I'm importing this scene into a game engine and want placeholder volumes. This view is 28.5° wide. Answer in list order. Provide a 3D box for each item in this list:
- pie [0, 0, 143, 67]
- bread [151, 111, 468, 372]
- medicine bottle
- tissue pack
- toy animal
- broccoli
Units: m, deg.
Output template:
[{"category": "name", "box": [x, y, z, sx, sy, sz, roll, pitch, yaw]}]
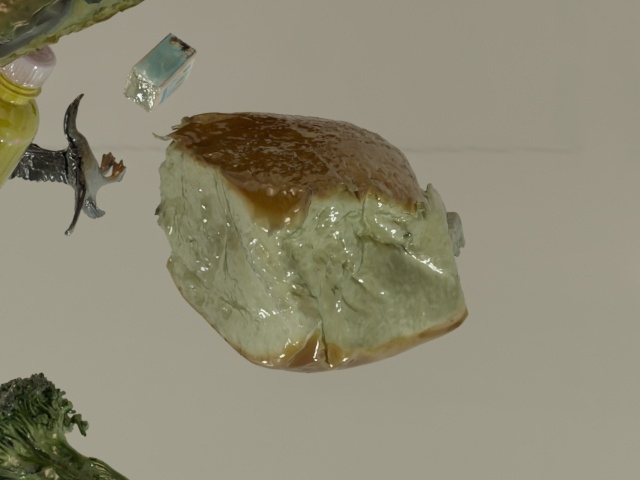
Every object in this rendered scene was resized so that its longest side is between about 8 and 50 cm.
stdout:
[{"category": "pie", "box": [-0.257, -0.173, 0.806, 0.371, 0.296, 0.078, 27, 154, 44]}, {"category": "bread", "box": [0.000, 0.000, 1.220, 0.279, 0.224, 0.250, -9, -154, -35]}, {"category": "medicine bottle", "box": [-0.411, -0.164, 1.588, 0.122, 0.121, 0.212, 19, 125, -34]}, {"category": "tissue pack", "box": [-0.226, -0.234, 1.766, 0.059, 0.094, 0.074, 37, 143, 3]}, {"category": "toy animal", "box": [-0.376, -0.125, 1.925, 0.273, 0.197, 0.160, 24, -176, 36]}, {"category": "broccoli", "box": [-0.344, 0.290, 1.493, 0.275, 0.198, 0.177, 42, 168, 35]}]
